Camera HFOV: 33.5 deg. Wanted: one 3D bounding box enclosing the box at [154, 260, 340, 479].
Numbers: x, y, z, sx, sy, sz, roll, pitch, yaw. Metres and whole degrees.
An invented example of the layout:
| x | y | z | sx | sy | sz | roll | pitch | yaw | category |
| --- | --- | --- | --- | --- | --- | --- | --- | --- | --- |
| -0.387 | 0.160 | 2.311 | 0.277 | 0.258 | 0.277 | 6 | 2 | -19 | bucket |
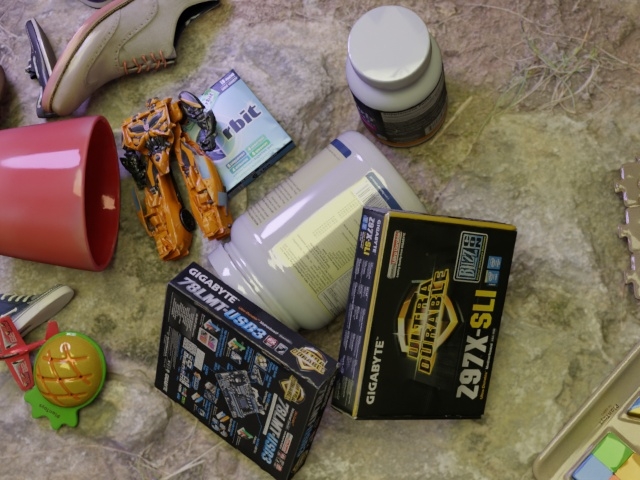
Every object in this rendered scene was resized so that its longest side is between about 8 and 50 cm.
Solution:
| x | y | z | sx | sy | sz | roll | pitch | yaw | category |
| --- | --- | --- | --- | --- | --- | --- | --- | --- | --- |
| -0.129 | 0.219 | 1.711 | 0.293 | 0.296 | 0.073 | 32 | 49 | 15 | box |

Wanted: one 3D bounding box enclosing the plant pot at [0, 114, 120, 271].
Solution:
| x | y | z | sx | sy | sz | roll | pitch | yaw | category |
| --- | --- | --- | --- | --- | --- | --- | --- | --- | --- |
| -0.493 | -0.082 | 1.840 | 0.243 | 0.275 | 0.275 | 0 | 76 | 3 | plant pot |

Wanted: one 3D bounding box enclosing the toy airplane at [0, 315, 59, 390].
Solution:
| x | y | z | sx | sy | sz | roll | pitch | yaw | category |
| --- | --- | --- | --- | --- | --- | --- | --- | --- | --- |
| -0.518 | 0.188 | 1.888 | 0.151 | 0.028 | 0.151 | -4 | 112 | -11 | toy airplane |

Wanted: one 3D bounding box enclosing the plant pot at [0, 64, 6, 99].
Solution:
| x | y | z | sx | sy | sz | roll | pitch | yaw | category |
| --- | --- | --- | --- | --- | --- | --- | --- | --- | --- |
| -0.718 | -0.285 | 1.984 | 0.237 | 0.110 | 0.237 | -14 | 52 | 19 | plant pot |

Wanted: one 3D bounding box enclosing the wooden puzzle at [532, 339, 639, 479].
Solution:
| x | y | z | sx | sy | sz | roll | pitch | yaw | category |
| --- | --- | --- | --- | --- | --- | --- | --- | --- | --- |
| 0.559 | 0.357 | 1.654 | 0.348 | 0.080 | 0.322 | 42 | 86 | 16 | wooden puzzle |

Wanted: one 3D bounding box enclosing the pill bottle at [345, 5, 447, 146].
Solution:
| x | y | z | sx | sy | sz | roll | pitch | yaw | category |
| --- | --- | --- | --- | --- | --- | --- | --- | --- | --- |
| 0.128 | -0.273 | 1.785 | 0.162 | 0.278 | 0.162 | -3 | 75 | 10 | pill bottle |

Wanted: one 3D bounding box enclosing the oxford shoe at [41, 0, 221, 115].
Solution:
| x | y | z | sx | sy | sz | roll | pitch | yaw | category |
| --- | --- | --- | --- | --- | --- | --- | --- | --- | --- |
| -0.347 | -0.362 | 1.956 | 0.146 | 0.140 | 0.397 | 41 | 81 | 1 | oxford shoe |

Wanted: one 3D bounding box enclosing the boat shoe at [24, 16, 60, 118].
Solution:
| x | y | z | sx | sy | sz | roll | pitch | yaw | category |
| --- | --- | --- | --- | --- | --- | --- | --- | --- | --- |
| -0.536 | -0.327 | 2.024 | 0.064 | 0.075 | 0.206 | -20 | 78 | 1 | boat shoe |

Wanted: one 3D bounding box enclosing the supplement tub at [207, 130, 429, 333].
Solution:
| x | y | z | sx | sy | sz | roll | pitch | yaw | category |
| --- | --- | --- | --- | --- | --- | --- | --- | --- | --- |
| 0.000 | 0.000 | 1.762 | 0.324 | 0.235 | 0.235 | -39 | 73 | -1 | supplement tub |

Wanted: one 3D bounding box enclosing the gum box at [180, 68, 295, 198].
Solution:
| x | y | z | sx | sy | sz | roll | pitch | yaw | category |
| --- | --- | --- | --- | --- | --- | --- | --- | --- | --- |
| -0.163 | -0.195 | 1.941 | 0.157 | 0.041 | 0.184 | -40 | 74 | 0 | gum box |

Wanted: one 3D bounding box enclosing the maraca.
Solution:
| x | y | z | sx | sy | sz | roll | pitch | yaw | category |
| --- | --- | --- | --- | --- | --- | --- | --- | --- | --- |
| -0.445 | 0.244 | 1.856 | 0.127 | 0.099 | 0.186 | 29 | 104 | 4 | maraca |

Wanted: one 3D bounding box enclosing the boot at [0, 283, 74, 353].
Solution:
| x | y | z | sx | sy | sz | roll | pitch | yaw | category |
| --- | --- | --- | --- | --- | --- | --- | --- | --- | --- |
| -0.540 | 0.118 | 1.915 | 0.190 | 0.069 | 0.086 | -37 | 76 | 1 | boot |

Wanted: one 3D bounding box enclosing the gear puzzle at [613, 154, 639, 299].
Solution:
| x | y | z | sx | sy | sz | roll | pitch | yaw | category |
| --- | --- | --- | --- | --- | --- | --- | --- | --- | --- |
| 0.583 | -0.062 | 1.779 | 0.175 | 0.044 | 0.339 | -5 | 73 | 11 | gear puzzle |

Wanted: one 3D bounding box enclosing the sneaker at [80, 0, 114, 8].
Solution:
| x | y | z | sx | sy | sz | roll | pitch | yaw | category |
| --- | --- | --- | --- | --- | --- | --- | --- | --- | --- |
| -0.526 | -0.549 | 2.050 | 0.283 | 0.124 | 0.107 | 19 | 80 | 14 | sneaker |

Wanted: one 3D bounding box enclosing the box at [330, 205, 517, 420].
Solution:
| x | y | z | sx | sy | sz | roll | pitch | yaw | category |
| --- | --- | --- | --- | --- | --- | --- | --- | --- | --- |
| 0.164 | 0.118 | 1.664 | 0.079 | 0.257 | 0.322 | 19 | 101 | 56 | box |

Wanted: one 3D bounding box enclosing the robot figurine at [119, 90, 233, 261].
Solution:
| x | y | z | sx | sy | sz | roll | pitch | yaw | category |
| --- | --- | --- | --- | --- | --- | --- | --- | --- | --- |
| -0.261 | -0.122 | 1.892 | 0.211 | 0.085 | 0.291 | -24 | 81 | 23 | robot figurine |
